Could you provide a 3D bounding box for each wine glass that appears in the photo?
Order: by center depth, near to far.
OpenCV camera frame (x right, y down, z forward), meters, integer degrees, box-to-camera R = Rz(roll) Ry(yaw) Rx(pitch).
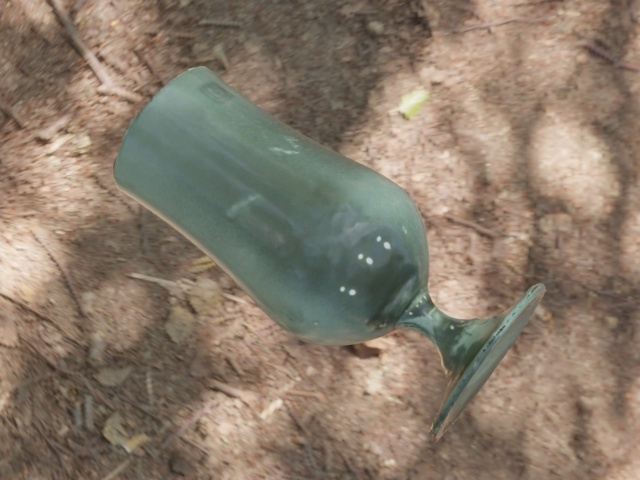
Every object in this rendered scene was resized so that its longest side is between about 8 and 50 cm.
[{"bbox_3d":[0.000,0.000,0.658,0.231,0.103,0.103,37,78,15],"label":"wine glass"}]
